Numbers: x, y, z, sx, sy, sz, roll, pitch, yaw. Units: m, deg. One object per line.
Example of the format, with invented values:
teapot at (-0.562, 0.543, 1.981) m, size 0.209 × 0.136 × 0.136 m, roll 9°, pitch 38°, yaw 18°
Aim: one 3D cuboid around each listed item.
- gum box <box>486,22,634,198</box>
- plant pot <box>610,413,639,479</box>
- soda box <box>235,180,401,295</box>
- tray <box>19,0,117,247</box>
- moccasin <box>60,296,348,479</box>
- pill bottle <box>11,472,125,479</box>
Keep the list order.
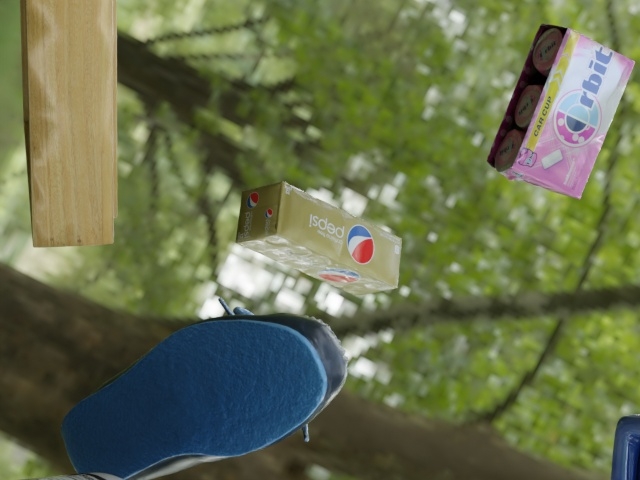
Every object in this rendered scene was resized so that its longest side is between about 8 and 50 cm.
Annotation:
gum box at (0.281, -0.147, 2.155) m, size 0.062 × 0.107 × 0.188 m, roll 21°, pitch -91°, yaw 61°
plant pot at (0.402, 0.274, 1.567) m, size 0.236 × 0.212 × 0.236 m, roll 4°, pitch -89°, yaw 54°
soda box at (0.000, 0.000, 1.849) m, size 0.061 × 0.181 × 0.058 m, roll -12°, pitch -116°, yaw 42°
tray at (-0.204, -0.221, 1.460) m, size 0.203 × 0.076 × 0.411 m, roll -107°, pitch -161°, yaw -55°
moccasin at (-0.095, 0.124, 1.592) m, size 0.342 × 0.137 × 0.117 m, roll -18°, pitch 180°, yaw 43°
pill bottle at (-0.246, 0.285, 1.481) m, size 0.181 × 0.323 × 0.181 m, roll -1°, pitch -91°, yaw 49°
